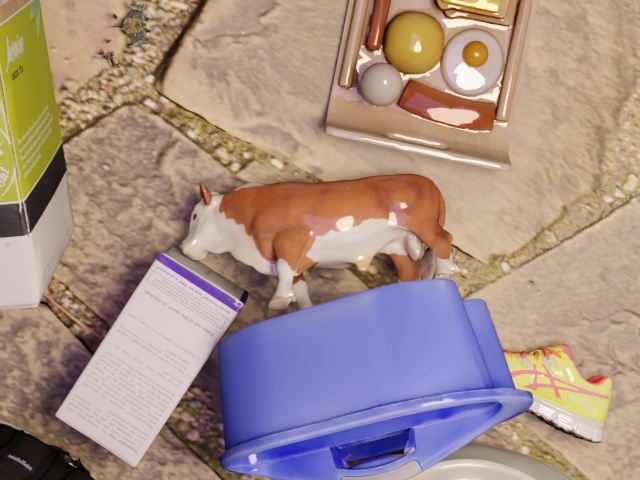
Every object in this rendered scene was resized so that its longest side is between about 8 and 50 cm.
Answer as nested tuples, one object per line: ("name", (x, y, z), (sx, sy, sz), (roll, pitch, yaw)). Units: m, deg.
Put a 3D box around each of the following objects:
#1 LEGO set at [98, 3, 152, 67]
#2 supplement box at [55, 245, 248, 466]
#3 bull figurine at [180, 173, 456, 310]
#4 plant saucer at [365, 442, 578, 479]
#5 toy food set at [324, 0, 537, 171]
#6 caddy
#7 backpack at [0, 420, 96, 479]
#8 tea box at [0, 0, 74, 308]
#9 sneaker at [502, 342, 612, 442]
("LEGO set", (-0.223, -0.241, 1.229), (0.083, 0.023, 0.054), (-34, 92, 15))
("supplement box", (-0.189, 0.128, 1.206), (0.114, 0.111, 0.220), (32, 92, -3))
("bull figurine", (0.000, 0.000, 1.181), (0.310, 0.101, 0.188), (-10, 57, -7))
("plant saucer", (0.158, 0.336, 1.091), (0.400, 0.400, 0.101), (0, 126, -1))
("toy food set", (0.139, -0.249, 1.196), (0.219, 0.092, 0.306), (11, 94, -1))
("caddy", (0.051, 0.171, 1.119), (0.341, 0.241, 0.179), (-18, 69, 21))
("backpack", (-0.336, 0.315, 1.148), (0.225, 0.253, 0.191), (38, 97, -4))
("tea box", (-0.454, -0.106, 1.094), (0.328, 0.220, 0.324), (-5, 111, -1))
("sneaker", (0.251, 0.156, 1.240), (0.208, 0.081, 0.094), (27, 85, -8))
